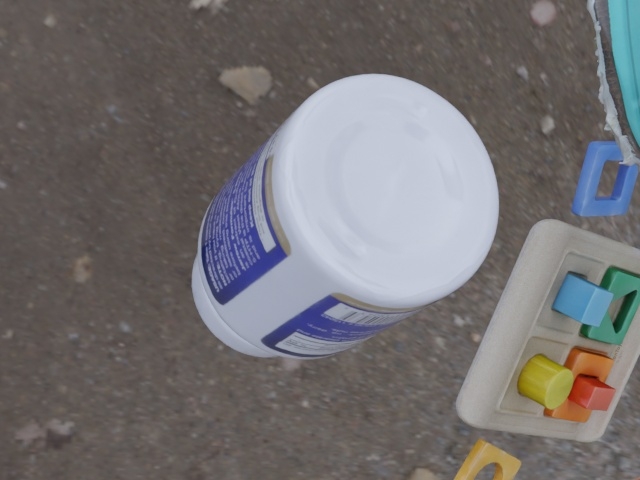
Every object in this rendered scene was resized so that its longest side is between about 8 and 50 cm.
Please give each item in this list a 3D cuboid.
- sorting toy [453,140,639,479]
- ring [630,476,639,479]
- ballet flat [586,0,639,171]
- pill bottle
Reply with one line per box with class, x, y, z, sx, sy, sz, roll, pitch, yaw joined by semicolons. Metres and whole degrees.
sorting toy;0.217;0.088;1.132;0.047;0.196;0.348;30;100;45
ring;0.169;0.284;0.866;0.032;0.336;0.336;42;96;-9
ballet flat;0.234;-0.239;0.944;0.147;0.147;0.409;-4;93;19
pill bottle;0.000;0.000;0.686;0.112;0.186;0.112;7;71;-21
